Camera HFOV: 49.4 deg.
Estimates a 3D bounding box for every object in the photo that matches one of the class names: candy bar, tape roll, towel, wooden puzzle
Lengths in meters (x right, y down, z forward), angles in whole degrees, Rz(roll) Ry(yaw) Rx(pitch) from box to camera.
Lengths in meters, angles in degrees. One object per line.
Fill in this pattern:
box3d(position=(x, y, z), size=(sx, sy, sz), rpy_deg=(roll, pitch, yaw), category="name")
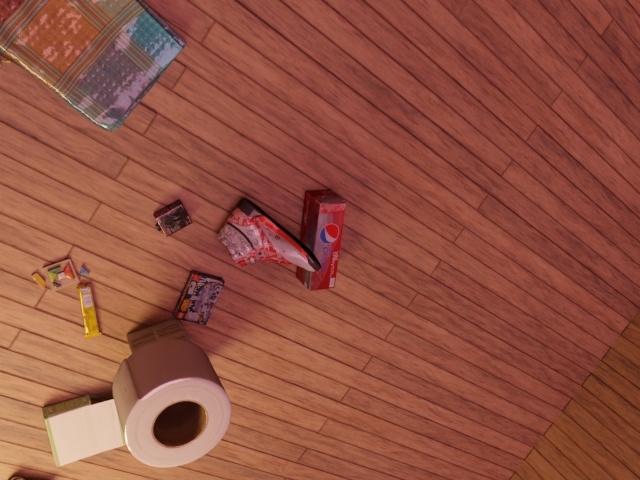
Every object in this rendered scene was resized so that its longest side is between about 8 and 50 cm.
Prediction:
box3d(position=(-0.579, 0.178, 1.739), size=(0.040, 0.018, 0.162), rpy_deg=(-14, 119, -24), category="candy bar")
box3d(position=(-0.346, 0.376, 1.614), size=(0.246, 0.169, 0.246), rpy_deg=(-12, 119, -22), category="tape roll")
box3d(position=(-0.484, -0.424, 1.436), size=(0.271, 0.040, 0.370), rpy_deg=(-50, 135, 0), category="towel")
box3d(position=(-0.625, 0.085, 1.674), size=(0.116, 0.014, 0.079), rpy_deg=(-27, 123, -12), category="wooden puzzle")

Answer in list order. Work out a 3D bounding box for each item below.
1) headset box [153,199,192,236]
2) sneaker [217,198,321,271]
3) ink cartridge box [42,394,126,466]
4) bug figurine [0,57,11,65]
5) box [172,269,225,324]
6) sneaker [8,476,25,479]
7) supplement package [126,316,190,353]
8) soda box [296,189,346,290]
box3d(position=(-0.369, -0.053, 1.721), size=(0.083, 0.032, 0.062), rpy_deg=(-30, 124, -12), category="headset box")
box3d(position=(-0.138, 0.028, 1.805), size=(0.270, 0.090, 0.145), rpy_deg=(40, 96, -10), category="sneaker")
box3d(position=(-0.605, 0.492, 1.860), size=(0.235, 0.056, 0.171), rpy_deg=(-14, 120, -23), category="ink cartridge box")
box3d(position=(-0.722, -0.441, 1.331), size=(0.216, 0.072, 0.279), rpy_deg=(-7, 117, -23), category="bug figurine")
box3d(position=(-0.323, 0.153, 1.848), size=(0.093, 0.027, 0.137), rpy_deg=(17, 106, -31), category="box")
box3d(position=(-0.794, 0.773, 1.877), size=(0.162, 0.106, 0.281), rpy_deg=(16, 105, -35), category="sneaker")
box3d(position=(-0.390, 0.345, 1.804), size=(0.149, 0.203, 0.194), rpy_deg=(-20, 122, -16), category="supplement package")
box3d(position=(0.000, 0.000, 1.892), size=(0.083, 0.092, 0.263), rpy_deg=(-5, 117, -27), category="soda box")
